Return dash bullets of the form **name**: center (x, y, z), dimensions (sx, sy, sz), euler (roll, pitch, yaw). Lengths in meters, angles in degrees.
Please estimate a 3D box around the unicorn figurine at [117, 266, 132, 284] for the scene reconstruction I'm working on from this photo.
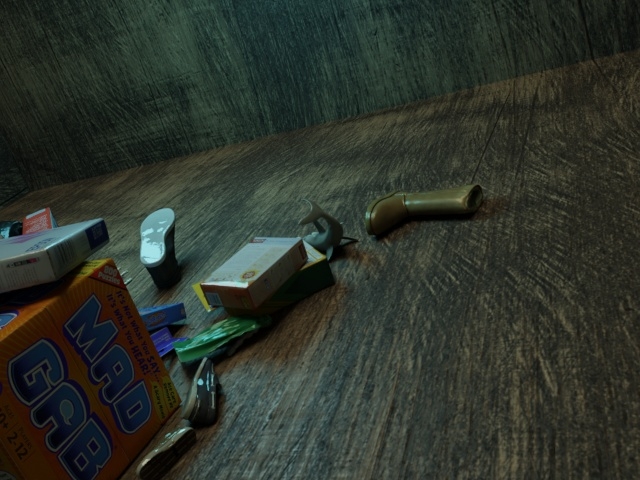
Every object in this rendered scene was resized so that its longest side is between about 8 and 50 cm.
- **unicorn figurine**: center (-0.673, 0.132, 2.102), dimensions (0.111, 0.060, 0.162), euler (-34, 11, -32)

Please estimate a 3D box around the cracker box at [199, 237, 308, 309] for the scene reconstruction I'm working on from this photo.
- **cracker box**: center (-0.157, 0.075, 1.581), dimensions (0.156, 0.067, 0.232), euler (1, 31, 37)

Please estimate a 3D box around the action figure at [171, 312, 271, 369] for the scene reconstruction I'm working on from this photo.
- **action figure**: center (-0.220, 0.224, 1.508), dimensions (0.232, 0.063, 0.137), euler (-22, 21, -16)

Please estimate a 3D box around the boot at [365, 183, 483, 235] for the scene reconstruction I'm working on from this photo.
- **boot**: center (0.285, -0.092, 1.808), dimensions (0.270, 0.089, 0.236), euler (-1, 29, 35)

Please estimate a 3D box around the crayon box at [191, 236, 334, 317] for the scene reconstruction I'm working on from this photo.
- **crayon box**: center (-0.151, 0.113, 1.683), dimensions (0.323, 0.083, 0.203), euler (-24, 23, -14)

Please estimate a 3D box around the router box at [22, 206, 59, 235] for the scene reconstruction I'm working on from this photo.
- **router box**: center (-0.727, 0.100, 1.843), dimensions (0.082, 0.335, 0.301), euler (-25, 24, -16)

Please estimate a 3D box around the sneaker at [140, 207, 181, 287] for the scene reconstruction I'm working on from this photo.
- **sneaker**: center (-0.494, 0.029, 2.037), dimensions (0.105, 0.147, 0.295), euler (-10, 39, 2)

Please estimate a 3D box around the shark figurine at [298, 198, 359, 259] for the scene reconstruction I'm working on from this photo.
- **shark figurine**: center (0.016, -0.004, 1.766), dimensions (0.166, 0.278, 0.116), euler (14, 70, 5)

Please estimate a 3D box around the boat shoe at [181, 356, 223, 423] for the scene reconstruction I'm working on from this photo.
- **boat shoe**: center (-0.239, 0.313, 1.349), dimensions (0.065, 0.075, 0.206), euler (24, 15, -9)

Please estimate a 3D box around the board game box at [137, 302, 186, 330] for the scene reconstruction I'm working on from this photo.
- **board game box**: center (-0.473, 0.209, 1.658), dimensions (0.160, 0.047, 0.210), euler (-11, 3, 30)

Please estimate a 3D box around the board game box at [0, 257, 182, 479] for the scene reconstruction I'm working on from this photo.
- **board game box**: center (-0.565, 0.284, 1.253), dimensions (0.357, 0.356, 0.356), euler (-6, 25, 29)

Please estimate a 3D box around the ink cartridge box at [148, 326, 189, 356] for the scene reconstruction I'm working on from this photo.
- **ink cartridge box**: center (-0.455, 0.263, 1.566), dimensions (0.208, 0.045, 0.206), euler (-11, 7, 18)

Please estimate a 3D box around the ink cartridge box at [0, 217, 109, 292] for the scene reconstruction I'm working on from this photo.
- **ink cartridge box**: center (-0.618, 0.043, 1.263), dimensions (0.330, 0.071, 0.324), euler (-12, 12, 0)

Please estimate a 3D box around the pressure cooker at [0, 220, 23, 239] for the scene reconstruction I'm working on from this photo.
- **pressure cooker**: center (-1.011, 0.160, 1.877), dimensions (0.420, 0.375, 0.370), euler (-20, 25, -4)

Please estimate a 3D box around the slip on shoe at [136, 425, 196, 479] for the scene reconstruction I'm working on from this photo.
- **slip on shoe**: center (-0.289, 0.388, 1.195), dimensions (0.041, 0.051, 0.135), euler (6, 29, 36)
